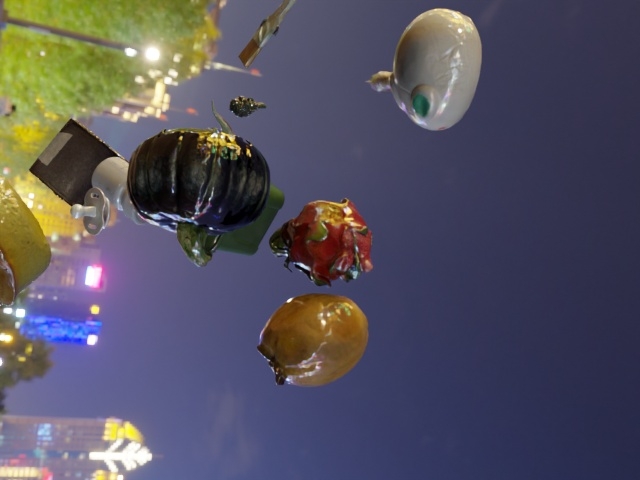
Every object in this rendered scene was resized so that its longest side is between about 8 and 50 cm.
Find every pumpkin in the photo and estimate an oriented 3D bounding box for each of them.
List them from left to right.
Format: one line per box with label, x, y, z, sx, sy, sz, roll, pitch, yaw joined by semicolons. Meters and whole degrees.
pumpkin;-0.261;-0.091;1.509;0.296;0.296;0.295;-171;-90;-66

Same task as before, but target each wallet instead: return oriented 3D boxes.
wallet;-0.743;-0.226;2.259;0.221;0.262;0.071;-53;164;-2

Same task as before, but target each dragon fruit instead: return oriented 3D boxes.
dragon fruit;-0.002;0.021;1.607;0.269;0.198;0.200;-28;-121;36

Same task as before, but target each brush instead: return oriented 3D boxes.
brush;-0.073;-0.527;1.626;0.336;0.020;0.085;-48;-147;16

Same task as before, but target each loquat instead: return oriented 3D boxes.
loquat;-0.012;0.212;1.581;0.193;0.238;0.238;59;-38;18

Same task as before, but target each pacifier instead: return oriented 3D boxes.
pacifier;-0.473;-0.059;1.498;0.082;0.078;0.099;11;-83;39

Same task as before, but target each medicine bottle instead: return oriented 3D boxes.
medicine bottle;-0.459;-0.120;1.753;0.168;0.105;0.105;35;-61;27

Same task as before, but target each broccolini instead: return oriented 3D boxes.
broccolini;-0.224;-0.429;2.293;0.202;0.091;0.068;-55;131;-68

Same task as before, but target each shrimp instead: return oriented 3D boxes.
shrimp;0.172;-0.359;1.653;0.223;0.126;0.047;-135;-139;-73

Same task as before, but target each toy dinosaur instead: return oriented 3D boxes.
toy dinosaur;-0.277;-0.303;2.215;0.053;0.167;0.242;-20;-99;40

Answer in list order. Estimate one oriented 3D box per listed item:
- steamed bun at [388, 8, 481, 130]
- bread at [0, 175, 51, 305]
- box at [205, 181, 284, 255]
steamed bun;0.210;-0.322;1.396;0.177;0.131;0.228;46;-41;51
bread;-0.600;-0.004;1.256;0.148;0.270;0.270;-50;177;-44
box;-0.256;-0.120;2.006;0.328;0.178;0.252;46;-68;44
